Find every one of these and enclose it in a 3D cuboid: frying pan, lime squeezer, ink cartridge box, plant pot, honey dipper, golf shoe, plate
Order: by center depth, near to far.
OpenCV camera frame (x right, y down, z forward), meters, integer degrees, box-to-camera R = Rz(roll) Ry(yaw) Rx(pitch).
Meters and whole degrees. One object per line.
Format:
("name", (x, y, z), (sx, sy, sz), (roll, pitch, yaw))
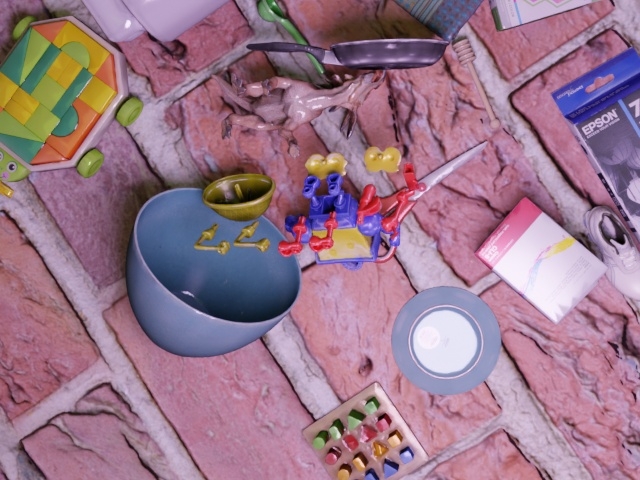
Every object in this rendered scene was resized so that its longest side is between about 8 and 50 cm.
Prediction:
("frying pan", (0.050, -0.306, 1.606), (0.326, 0.197, 0.053), (-3, 96, -9))
("ink cartridge box", (0.357, 0.033, 1.611), (0.176, 0.128, 0.127), (41, 95, 7))
("golf shoe", (0.492, 0.024, 1.615), (0.069, 0.086, 0.176), (-33, 87, 5))
("ink cartridge box", (0.534, -0.146, 1.623), (0.165, 0.065, 0.332), (-32, 84, 7))
("ink cartridge box", (0.382, -0.428, 1.629), (0.209, 0.062, 0.108), (-16, 96, 2))
("plant pot", (-0.202, 0.082, 1.641), (0.290, 0.290, 0.195), (40, 128, 7))
("honey dipper", (0.270, -0.265, 1.677), (0.031, 0.030, 0.160), (-24, 88, 7))
("plate", (0.214, 0.172, 1.682), (0.188, 0.024, 0.188), (0, 90, 8))
("lime squeezer", (-0.120, -0.394, 1.720), (0.311, 0.059, 0.109), (22, 92, 7))

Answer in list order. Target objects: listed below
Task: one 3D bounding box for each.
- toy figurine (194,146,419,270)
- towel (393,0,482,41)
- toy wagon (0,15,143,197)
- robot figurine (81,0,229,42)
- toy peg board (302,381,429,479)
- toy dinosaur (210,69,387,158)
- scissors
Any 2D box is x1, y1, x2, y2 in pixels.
("toy figurine", (0.000, 0.000, 1.621), (0.363, 0.217, 0.191), (-6, 51, 18))
("towel", (0.162, -0.554, 1.693), (0.370, 0.040, 0.271), (40, 96, 5))
("toy wagon", (-0.494, -0.226, 1.765), (0.267, 0.068, 0.344), (38, 94, 7))
("robot figurine", (-0.223, -0.466, 1.617), (0.354, 0.300, 0.199), (-33, 103, 8))
("toy peg board", (0.073, 0.353, 1.673), (0.161, 0.079, 0.160), (-35, 85, 7))
("toy dinosaur", (-0.045, -0.230, 1.669), (0.296, 0.200, 0.127), (13, 114, 37))
("scissors", (0.153, -0.088, 1.695), (0.109, 0.021, 0.297), (42, 96, 9))
